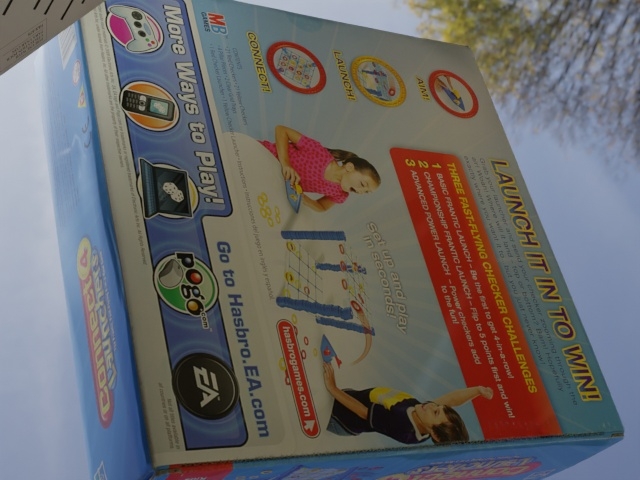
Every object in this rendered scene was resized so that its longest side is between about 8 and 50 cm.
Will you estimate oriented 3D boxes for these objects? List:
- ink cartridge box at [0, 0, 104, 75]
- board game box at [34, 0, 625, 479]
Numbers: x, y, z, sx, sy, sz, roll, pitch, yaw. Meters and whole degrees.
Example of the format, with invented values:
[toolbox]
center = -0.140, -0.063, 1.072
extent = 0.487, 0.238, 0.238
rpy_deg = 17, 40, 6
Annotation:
[ink cartridge box]
center = -0.096, -0.173, 0.464
extent = 0.046, 0.097, 0.207
rpy_deg = 34, -125, 9
[board game box]
center = 0.000, 0.000, 0.605
extent = 0.301, 0.086, 0.308
rpy_deg = 4, -123, -32
